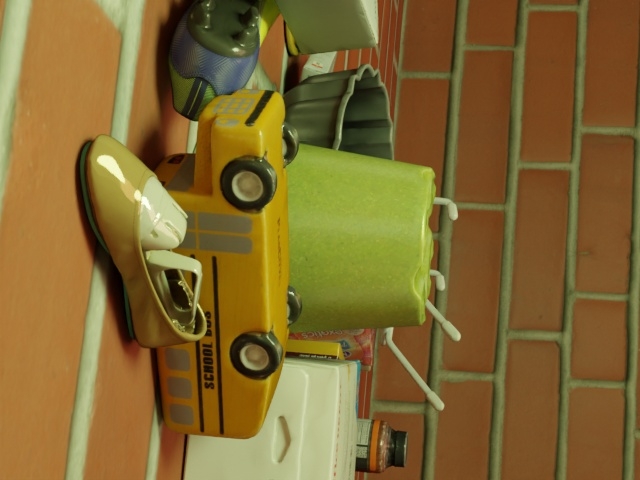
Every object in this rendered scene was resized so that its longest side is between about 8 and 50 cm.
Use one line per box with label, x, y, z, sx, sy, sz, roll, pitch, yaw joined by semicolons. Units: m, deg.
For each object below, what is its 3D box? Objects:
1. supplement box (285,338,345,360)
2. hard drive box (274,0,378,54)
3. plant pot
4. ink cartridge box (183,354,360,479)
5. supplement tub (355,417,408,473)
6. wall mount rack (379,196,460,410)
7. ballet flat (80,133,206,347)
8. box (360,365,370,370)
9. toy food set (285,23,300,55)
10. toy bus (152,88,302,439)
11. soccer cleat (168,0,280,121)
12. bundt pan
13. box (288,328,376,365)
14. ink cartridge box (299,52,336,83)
supplement box;-0.036;0.262;1.443;0.191;0.129;0.194;75;20;-65
hard drive box;-0.005;-0.320;1.007;0.232;0.089;0.181;53;34;-68
plant pot;0.000;0.000;1.156;0.276;0.253;0.276;4;90;-82
ink cartridge box;-0.049;0.224;1.208;0.232;0.168;0.171;37;57;-80
supplement tub;0.072;0.402;1.991;0.106;0.197;0.106;5;90;-82
wall mount rack;0.170;0.101;1.734;0.350;0.130;0.304;92;7;-49
ballet flat;-0.138;0.004;0.846;0.232;0.073;0.080;84;13;-47
box;0.044;0.109;1.913;0.149;0.126;0.232;83;13;-50
toy food set;-0.002;-0.365;1.585;0.218;0.071;0.128;-70;162;-62
toy bus;-0.092;0.026;0.971;0.108;0.130;0.333;-68;160;-61
soccer cleat;-0.100;-0.215;1.042;0.121;0.093;0.289;-61;-172;29
bundt pan;0.008;-0.084;1.430;0.331;0.124;0.331;3;90;-74
box;0.028;0.047;1.708;0.142;0.154;0.300;85;11;-52
ink cartridge box;-0.011;-0.236;1.597;0.179;0.045;0.145;-78;-178;-59
